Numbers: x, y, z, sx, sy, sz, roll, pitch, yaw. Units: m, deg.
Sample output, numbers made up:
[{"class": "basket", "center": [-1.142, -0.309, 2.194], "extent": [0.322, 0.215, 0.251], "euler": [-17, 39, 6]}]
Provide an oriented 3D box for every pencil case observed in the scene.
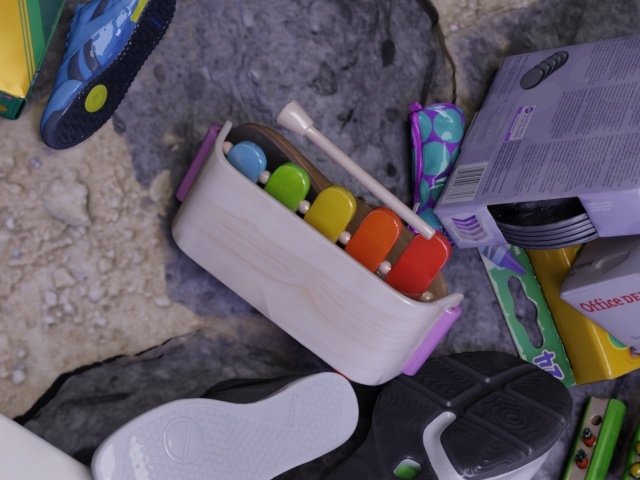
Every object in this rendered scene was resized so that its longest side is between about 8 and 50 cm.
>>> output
[{"class": "pencil case", "center": [0.126, -0.073, 1.557], "extent": [0.070, 0.064, 0.152], "euler": [9, 76, -33]}]

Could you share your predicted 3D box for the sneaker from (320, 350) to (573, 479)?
[{"class": "sneaker", "center": [0.094, 0.299, 1.443], "extent": [0.169, 0.257, 0.447], "euler": [27, 37, 25]}]

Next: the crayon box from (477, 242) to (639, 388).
[{"class": "crayon box", "center": [0.360, 0.032, 1.608], "extent": [0.323, 0.083, 0.203], "euler": [-20, 86, -21]}]

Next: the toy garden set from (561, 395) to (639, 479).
[{"class": "toy garden set", "center": [0.354, 0.265, 1.473], "extent": [0.049, 0.244, 0.204], "euler": [44, 60, -43]}]

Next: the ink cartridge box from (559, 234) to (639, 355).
[{"class": "ink cartridge box", "center": [0.417, 0.077, 1.467], "extent": [0.273, 0.198, 0.115], "euler": [36, 70, -11]}]

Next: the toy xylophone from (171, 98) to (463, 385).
[{"class": "toy xylophone", "center": [0.000, 0.000, 1.396], "extent": [0.322, 0.236, 0.081], "euler": [44, 34, 3]}]

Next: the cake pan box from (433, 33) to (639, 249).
[{"class": "cake pan box", "center": [0.269, -0.107, 1.489], "extent": [0.070, 0.246, 0.267], "euler": [53, 47, -32]}]

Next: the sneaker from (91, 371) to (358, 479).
[{"class": "sneaker", "center": [-0.115, 0.196, 1.356], "extent": [0.296, 0.147, 0.104], "euler": [-12, 87, -41]}]

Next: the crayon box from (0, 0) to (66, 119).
[{"class": "crayon box", "center": [-0.399, -0.251, 1.400], "extent": [0.278, 0.081, 0.165], "euler": [22, 73, -14]}]

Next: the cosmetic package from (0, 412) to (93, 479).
[{"class": "cosmetic package", "center": [-0.258, 0.263, 1.311], "extent": [0.296, 0.153, 0.129], "euler": [33, 72, -9]}]

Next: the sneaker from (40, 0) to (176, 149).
[{"class": "sneaker", "center": [-0.236, -0.189, 1.463], "extent": [0.082, 0.069, 0.209], "euler": [28, 78, 22]}]

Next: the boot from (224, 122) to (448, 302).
[{"class": "boot", "center": [0.017, -0.011, 1.503], "extent": [0.305, 0.112, 0.115], "euler": [50, 45, -5]}]
